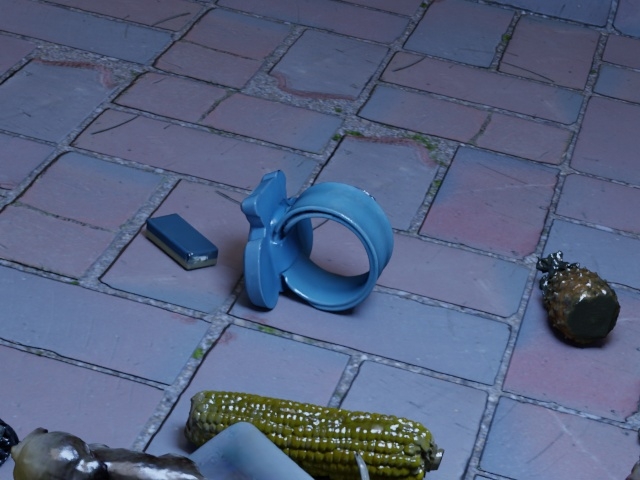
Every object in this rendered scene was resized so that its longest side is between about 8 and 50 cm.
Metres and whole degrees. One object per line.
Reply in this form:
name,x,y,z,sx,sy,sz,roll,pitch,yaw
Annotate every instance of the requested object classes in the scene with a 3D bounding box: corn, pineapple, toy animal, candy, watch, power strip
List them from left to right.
toy animal,-0.229,0.273,1.805,0.233,0.168,0.121,10,72,-13
power strip,-0.207,0.003,2.471,0.056,0.032,0.123,-14,36,-36
candy,-0.088,0.291,1.902,0.138,0.071,0.174,-36,47,-20
corn,-0.009,0.243,2.016,0.320,0.097,0.097,10,27,7
watch,0.000,0.000,2.376,0.193,0.211,0.211,0,23,21
pineapple,0.369,0.074,2.454,0.108,0.108,0.197,1,25,-16

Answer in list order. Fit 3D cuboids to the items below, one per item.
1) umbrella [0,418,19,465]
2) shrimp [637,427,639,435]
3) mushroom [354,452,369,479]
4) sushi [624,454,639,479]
umbrella,-0.460,0.202,1.984,0.224,0.080,0.071,28,67,37
shrimp,0.469,0.261,2.167,0.075,0.073,0.190,44,9,-47
mushroom,0.056,0.361,1.848,0.068,0.043,0.306,-16,39,-6
sushi,0.475,0.329,1.846,0.270,0.236,0.171,29,-7,33
